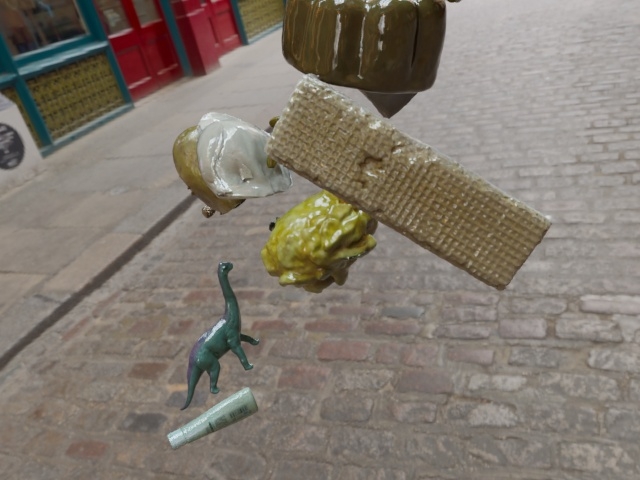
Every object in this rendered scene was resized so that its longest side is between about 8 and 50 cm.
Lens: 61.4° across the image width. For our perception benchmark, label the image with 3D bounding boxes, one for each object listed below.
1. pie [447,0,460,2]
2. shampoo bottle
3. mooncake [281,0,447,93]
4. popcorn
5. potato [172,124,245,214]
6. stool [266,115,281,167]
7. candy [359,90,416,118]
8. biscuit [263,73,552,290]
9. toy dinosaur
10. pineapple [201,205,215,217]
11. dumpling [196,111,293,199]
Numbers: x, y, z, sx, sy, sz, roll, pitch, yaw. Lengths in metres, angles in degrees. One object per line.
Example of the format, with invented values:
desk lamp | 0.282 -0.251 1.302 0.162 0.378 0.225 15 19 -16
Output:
pie | 0.230 -0.581 1.010 0.090 0.248 0.201 -23 30 -1
shampoo bottle | -0.226 0.380 1.137 0.191 0.069 0.041 -25 37 -18
mooncake | 0.099 -0.477 1.215 0.379 0.200 0.378 7 30 -4
popcorn | 0.000 0.000 1.252 0.286 0.252 0.215 -30 75 -9
potato | -0.314 -0.222 1.601 0.229 0.266 0.229 -34 21 15
stool | -0.063 -0.227 1.251 0.134 0.110 0.135 -3 0 17
candy | 0.188 -0.471 1.577 0.185 0.195 0.137 -42 25 15
biscuit | 0.126 -0.089 0.808 0.426 0.144 0.078 30 17 0
toy dinosaur | -0.355 0.290 1.647 0.383 0.331 0.129 -38 29 -18
pineapple | -0.453 -0.145 2.330 0.124 0.058 0.058 -35 34 -27
dumpling | -0.192 -0.215 1.412 0.260 0.181 0.341 6 17 -27
